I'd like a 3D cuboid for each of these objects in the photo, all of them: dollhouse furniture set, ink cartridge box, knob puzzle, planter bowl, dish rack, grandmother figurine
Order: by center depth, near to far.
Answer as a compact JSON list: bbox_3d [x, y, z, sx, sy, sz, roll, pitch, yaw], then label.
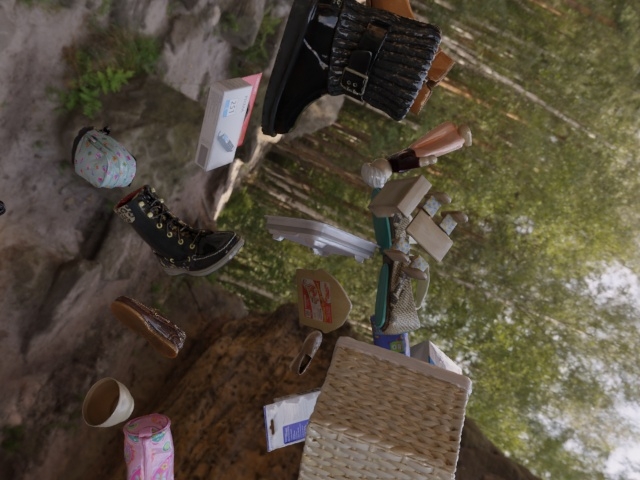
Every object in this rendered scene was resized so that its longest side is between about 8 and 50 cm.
[{"bbox_3d":[0.266,-0.045,1.333,0.212,0.242,0.161,-52,-162,-13],"label":"dollhouse furniture set"},{"bbox_3d":[0.015,0.170,1.447,0.030,0.213,0.213,-18,143,-48],"label":"knob puzzle"},{"bbox_3d":[0.281,-0.261,1.564,0.342,0.104,0.208,-26,-171,-7],"label":"grandmother figurine"},{"bbox_3d":[0.374,0.433,1.630,0.082,0.190,0.140,-30,-149,31],"label":"ink cartridge box"},{"bbox_3d":[0.000,0.000,1.633,0.285,0.332,0.073,10,-98,45],"label":"dish rack"},{"bbox_3d":[-0.290,-0.401,1.709,0.261,0.066,0.296,-36,156,-50],"label":"ink cartridge box"},{"bbox_3d":[-0.716,0.566,1.749,0.109,0.162,0.162,47,57,-51],"label":"planter bowl"},{"bbox_3d":[-0.070,0.650,1.880,0.065,0.332,0.166,-10,-97,55],"label":"ink cartridge box"}]

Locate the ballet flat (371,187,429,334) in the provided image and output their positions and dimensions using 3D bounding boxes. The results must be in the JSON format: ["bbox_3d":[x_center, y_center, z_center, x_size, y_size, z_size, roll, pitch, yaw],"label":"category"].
[{"bbox_3d":[0.261,0.060,1.645,0.164,0.181,0.483,141,-51,-75],"label":"ballet flat"}]

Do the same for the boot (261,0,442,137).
[{"bbox_3d":[0.039,-0.283,0.940,0.348,0.260,0.131,123,-17,-56],"label":"boot"}]

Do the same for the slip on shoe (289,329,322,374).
[{"bbox_3d":[-0.035,0.317,1.429,0.135,0.051,0.041,-51,-150,-14],"label":"slip on shoe"}]

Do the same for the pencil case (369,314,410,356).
[{"bbox_3d":[0.254,0.393,1.729,0.119,0.133,0.306,149,-68,-84],"label":"pencil case"}]

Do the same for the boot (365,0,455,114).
[{"bbox_3d":[0.179,-0.418,1.024,0.284,0.220,0.109,-58,172,12],"label":"boot"}]

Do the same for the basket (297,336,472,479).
[{"bbox_3d":[0.140,0.456,1.158,0.266,0.331,0.329,-60,162,-53],"label":"basket"}]

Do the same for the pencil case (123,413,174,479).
[{"bbox_3d":[-0.438,0.596,1.303,0.124,0.124,0.284,-116,-153,-82],"label":"pencil case"}]

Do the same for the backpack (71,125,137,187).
[{"bbox_3d":[-0.588,-0.211,1.375,0.115,0.182,0.152,-25,143,-54],"label":"backpack"}]

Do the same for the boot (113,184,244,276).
[{"bbox_3d":[-0.266,-0.021,0.935,0.236,0.179,0.085,-10,-144,42],"label":"boot"}]

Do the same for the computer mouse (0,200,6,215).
[{"bbox_3d":[-0.781,-0.146,1.031,0.262,0.184,0.060,88,-12,-45],"label":"computer mouse"}]

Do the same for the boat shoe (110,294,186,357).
[{"bbox_3d":[-0.420,0.201,1.250,0.073,0.207,0.073,-23,-150,34],"label":"boat shoe"}]
